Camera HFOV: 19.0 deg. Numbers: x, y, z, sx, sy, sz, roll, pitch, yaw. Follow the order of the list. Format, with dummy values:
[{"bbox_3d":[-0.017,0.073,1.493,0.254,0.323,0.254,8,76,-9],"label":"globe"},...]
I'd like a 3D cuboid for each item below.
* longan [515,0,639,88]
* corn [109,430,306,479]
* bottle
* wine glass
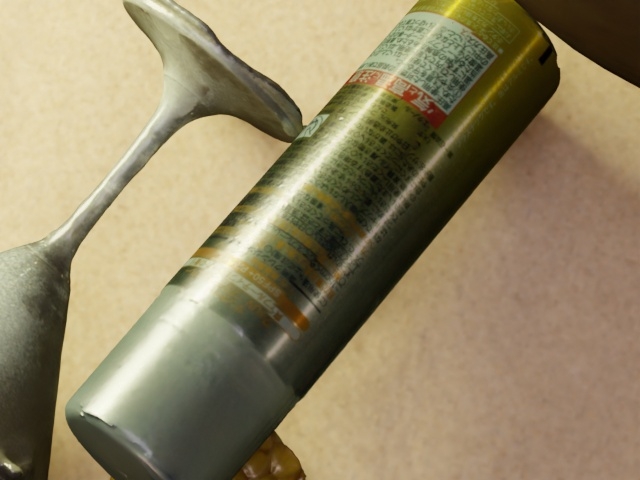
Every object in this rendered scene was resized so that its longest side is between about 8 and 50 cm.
[{"bbox_3d":[0.199,-0.208,0.791,0.361,0.361,0.361,-1,81,9],"label":"longan"},{"bbox_3d":[-0.128,0.199,0.906,0.305,0.106,0.106,-43,77,-1],"label":"corn"},{"bbox_3d":[0.000,0.000,0.888,0.082,0.082,0.286,36,69,13],"label":"bottle"},{"bbox_3d":[-0.120,-0.003,0.925,0.156,0.156,0.232,38,84,13],"label":"wine glass"}]
